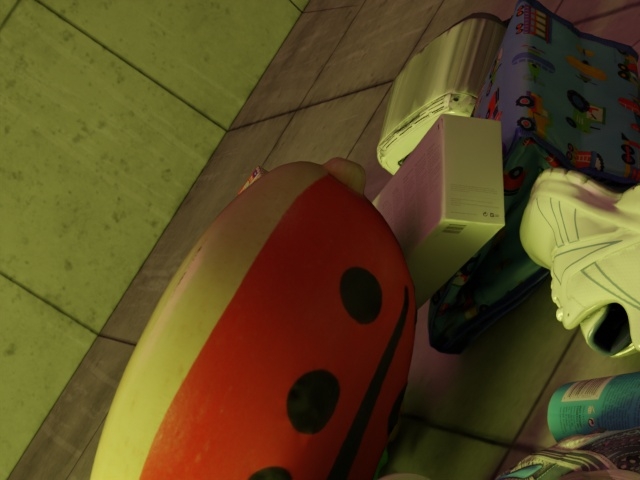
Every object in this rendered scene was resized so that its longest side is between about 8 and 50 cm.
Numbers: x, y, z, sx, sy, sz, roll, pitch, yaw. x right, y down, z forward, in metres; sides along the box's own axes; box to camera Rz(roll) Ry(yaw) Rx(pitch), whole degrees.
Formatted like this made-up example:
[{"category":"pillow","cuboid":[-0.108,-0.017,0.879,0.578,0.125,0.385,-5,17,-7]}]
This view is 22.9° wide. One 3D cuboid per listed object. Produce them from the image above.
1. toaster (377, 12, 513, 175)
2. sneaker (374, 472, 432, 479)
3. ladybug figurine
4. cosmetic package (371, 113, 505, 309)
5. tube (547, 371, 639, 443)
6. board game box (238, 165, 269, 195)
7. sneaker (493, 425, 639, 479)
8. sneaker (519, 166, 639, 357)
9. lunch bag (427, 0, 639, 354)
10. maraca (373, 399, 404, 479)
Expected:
[{"category":"toaster","cuboid":[0.159,-0.144,1.746,0.227,0.129,0.146,-35,29,49]},{"category":"sneaker","cuboid":[-0.025,0.336,1.273,0.366,0.135,0.150,-56,18,-5]},{"category":"ladybug figurine","cuboid":[-0.042,0.148,1.343,0.305,0.162,0.449,8,-77,-61]},{"category":"cosmetic package","cuboid":[0.098,-0.019,1.417,0.239,0.060,0.099,127,144,-65]},{"category":"tube","cuboid":[0.239,0.114,1.088,0.207,0.052,0.080,-18,44,59]},{"category":"board game box","cuboid":[0.000,0.000,1.801,0.045,0.193,0.147,-53,14,10]},{"category":"sneaker","cuboid":[0.163,0.196,1.094,0.122,0.110,0.283,-44,8,-34]},{"category":"sneaker","cuboid":[0.220,0.020,1.239,0.129,0.111,0.297,-63,14,-3]},{"category":"lunch bag","cuboid":[0.172,-0.043,1.511,0.293,0.138,0.221,-56,16,39]},{"category":"maraca","cuboid":[0.030,0.176,1.527,0.127,0.099,0.186,-51,31,42]}]
